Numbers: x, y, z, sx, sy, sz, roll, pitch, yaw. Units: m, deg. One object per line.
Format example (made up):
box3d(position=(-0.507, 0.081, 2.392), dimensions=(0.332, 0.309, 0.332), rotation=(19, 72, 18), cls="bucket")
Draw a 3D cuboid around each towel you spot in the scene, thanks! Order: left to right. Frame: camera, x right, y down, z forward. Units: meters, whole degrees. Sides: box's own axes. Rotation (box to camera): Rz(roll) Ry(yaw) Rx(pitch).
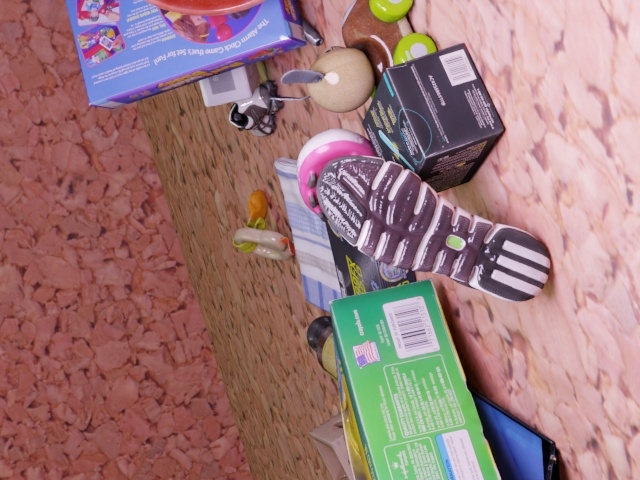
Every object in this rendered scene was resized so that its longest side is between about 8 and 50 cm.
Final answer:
box3d(position=(0.000, 0.000, 2.158), dimensions=(0.209, 0.034, 0.285), rotation=(22, 128, 56), cls="towel")

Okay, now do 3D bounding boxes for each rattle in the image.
box3d(position=(-0.081, -0.030, 2.518), dimensions=(0.130, 0.143, 0.199), rotation=(41, 156, -18), cls="rattle")

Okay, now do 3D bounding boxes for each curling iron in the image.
box3d(position=(-0.072, -0.390, 1.968), dimensions=(0.274, 0.068, 0.035), rotation=(52, 151, 37), cls="curling iron")

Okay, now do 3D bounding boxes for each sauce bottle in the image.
box3d(position=(0.057, 0.197, 2.150), dimensions=(0.344, 0.111, 0.111), rotation=(-151, 43, -69), cls="sauce bottle")

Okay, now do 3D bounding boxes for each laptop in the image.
box3d(position=(0.243, 0.368, 1.620), dimensions=(0.264, 0.136, 0.234), rotation=(-66, -28, -50), cls="laptop")

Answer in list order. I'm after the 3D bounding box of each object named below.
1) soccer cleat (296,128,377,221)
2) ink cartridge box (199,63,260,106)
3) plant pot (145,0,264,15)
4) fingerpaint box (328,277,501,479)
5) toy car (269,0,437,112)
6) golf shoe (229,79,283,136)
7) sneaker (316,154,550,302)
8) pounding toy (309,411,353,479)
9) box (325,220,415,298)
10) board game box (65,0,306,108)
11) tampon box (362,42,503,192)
box3d(position=(0.041, -0.086, 1.661), dimensions=(0.331, 0.116, 0.143), rotation=(47, -157, -60), cls="soccer cleat")
box3d(position=(-0.173, -0.430, 2.185), dimensions=(0.385, 0.091, 0.308), rotation=(-77, -26, -69), cls="ink cartridge box")
box3d(position=(-0.162, -0.501, 1.721), dimensions=(0.272, 0.272, 0.265), rotation=(92, 171, -56), cls="plant pot")
box3d(position=(0.138, 0.346, 1.742), dimensions=(0.371, 0.163, 0.445), rotation=(84, 173, -52), cls="fingerpaint box")
box3d(position=(0.027, -0.219, 1.552), dimensions=(0.155, 0.188, 0.149), rotation=(126, 122, -73), cls="toy car")
box3d(position=(-0.129, -0.236, 2.298), dimensions=(0.198, 0.093, 0.077), rotation=(115, 132, -72), cls="golf shoe")
box3d(position=(0.118, -0.004, 1.456), dimensions=(0.281, 0.106, 0.162), rotation=(27, 176, -3), cls="sneaker")
box3d(position=(0.090, 0.449, 2.418), dimensions=(0.206, 0.094, 0.181), rotation=(63, 162, -11), cls="pounding toy")
box3d(position=(0.080, 0.038, 1.955), dimensions=(0.216, 0.060, 0.270), rotation=(-136, 30, -59), cls="box")
box3d(position=(-0.217, -0.364, 1.923), dimensions=(0.078, 0.347, 0.233), rotation=(-4, -100, -71), cls="board game box")
box3d(position=(0.128, -0.133, 1.468), dimensions=(0.161, 0.101, 0.121), rotation=(114, 135, -71), cls="tampon box")
